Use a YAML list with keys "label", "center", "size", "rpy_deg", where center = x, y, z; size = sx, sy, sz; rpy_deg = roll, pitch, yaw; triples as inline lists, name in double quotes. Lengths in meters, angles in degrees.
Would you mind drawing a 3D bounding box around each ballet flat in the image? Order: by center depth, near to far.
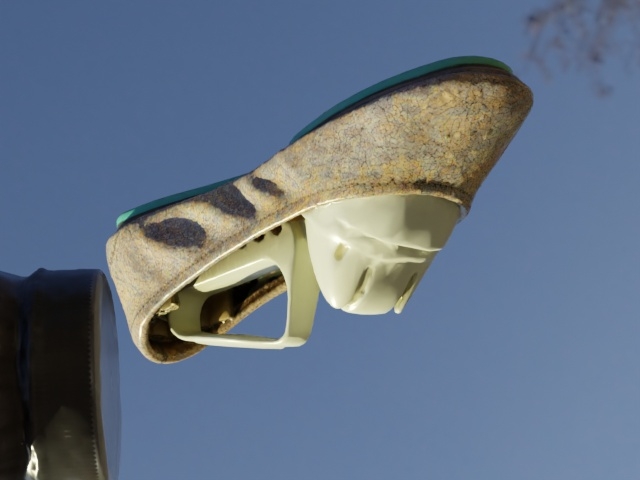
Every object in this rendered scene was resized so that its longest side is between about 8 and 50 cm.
- label: "ballet flat"
  center: [0.000, 0.000, 1.105]
  size: [0.107, 0.316, 0.106]
  rpy_deg: [11, -115, -39]

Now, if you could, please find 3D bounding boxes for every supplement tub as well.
- label: "supplement tub"
  center: [-0.161, 0.047, 0.599]
  size: [0.106, 0.198, 0.106]
  rpy_deg: [176, 90, -89]
